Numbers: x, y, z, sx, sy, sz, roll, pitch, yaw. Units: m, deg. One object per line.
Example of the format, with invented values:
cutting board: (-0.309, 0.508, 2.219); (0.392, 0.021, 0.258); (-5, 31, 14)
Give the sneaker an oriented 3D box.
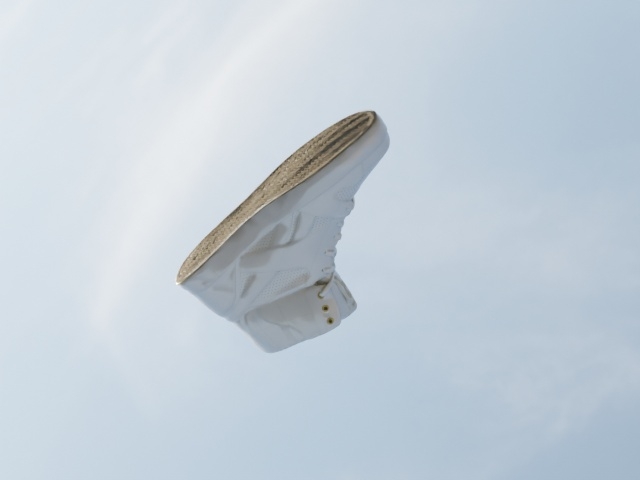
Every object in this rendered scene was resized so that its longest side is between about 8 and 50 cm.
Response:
sneaker: (0.000, 0.000, 1.325); (0.292, 0.169, 0.108); (-41, -161, 18)
